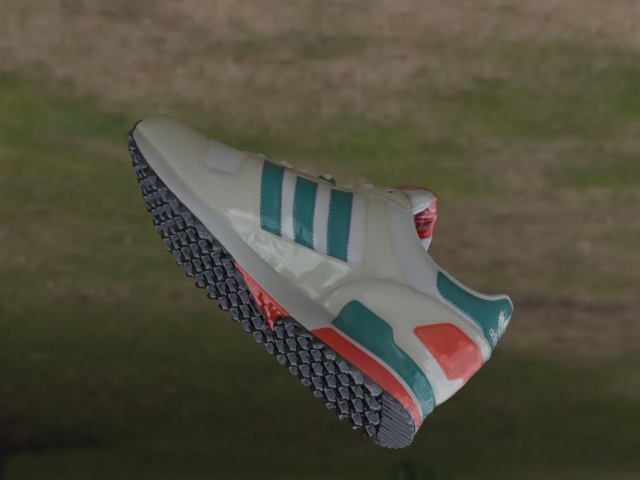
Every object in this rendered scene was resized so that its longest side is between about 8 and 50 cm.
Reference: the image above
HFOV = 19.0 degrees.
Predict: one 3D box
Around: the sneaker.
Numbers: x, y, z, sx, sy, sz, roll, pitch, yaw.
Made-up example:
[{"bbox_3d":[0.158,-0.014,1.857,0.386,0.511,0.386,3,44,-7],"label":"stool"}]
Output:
[{"bbox_3d":[0.000,0.000,0.695,0.075,0.161,0.057,-38,153,-18],"label":"sneaker"}]
